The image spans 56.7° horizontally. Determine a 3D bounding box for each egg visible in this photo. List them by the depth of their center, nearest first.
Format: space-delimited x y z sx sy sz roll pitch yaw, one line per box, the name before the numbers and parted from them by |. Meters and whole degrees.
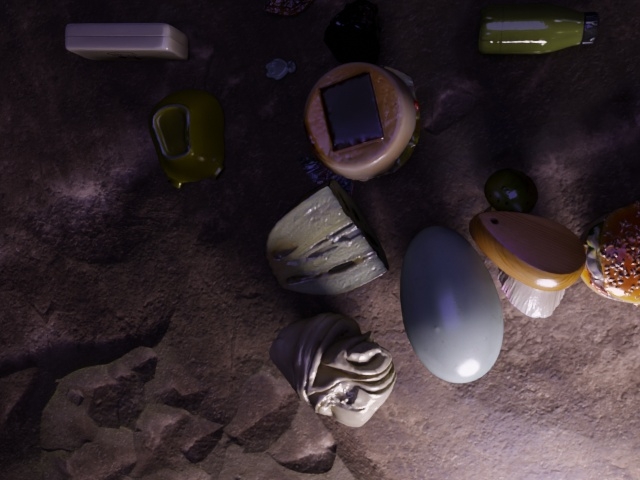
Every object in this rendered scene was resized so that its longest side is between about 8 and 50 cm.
egg | 0.302 0.147 1.391 0.229 0.230 0.371 -12 85 14

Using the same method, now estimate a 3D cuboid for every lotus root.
lotus root | -0.003 0.016 1.508 0.260 0.149 0.267 -32 105 18

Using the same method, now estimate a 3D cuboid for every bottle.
bottle | 0.499 -0.488 1.366 0.260 0.112 0.112 4 94 13

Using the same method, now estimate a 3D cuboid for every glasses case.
glasses case | -0.524 -0.536 1.607 0.312 0.131 0.070 5 94 13

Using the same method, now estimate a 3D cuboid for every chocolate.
chocolate | 0.099 -0.533 1.472 0.156 0.156 0.133 19 70 12

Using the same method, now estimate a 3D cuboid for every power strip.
power strip | -0.107 -0.453 1.559 0.083 0.035 0.055 -3 92 16

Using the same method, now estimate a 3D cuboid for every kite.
kite | 0.027 -0.141 1.555 0.189 0.009 0.232 -40 84 13

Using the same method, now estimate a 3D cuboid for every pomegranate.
pomegranate | 0.448 -0.107 1.403 0.130 0.130 0.130 1 93 14

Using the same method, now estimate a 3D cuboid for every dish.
dish | -0.375 -0.282 1.597 0.221 0.108 0.263 -9 91 15

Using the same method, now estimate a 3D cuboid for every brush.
brush | 0.455 0.040 1.360 0.266 0.166 0.174 29 54 14

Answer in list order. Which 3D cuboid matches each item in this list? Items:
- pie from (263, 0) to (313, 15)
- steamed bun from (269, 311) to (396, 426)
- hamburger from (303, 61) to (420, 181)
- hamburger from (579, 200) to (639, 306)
pie | -0.057 -0.644 1.537 0.088 0.033 0.191 43 101 -8
steamed bun | 0.050 0.286 1.437 0.289 0.276 0.203 43 106 15
hamburger | 0.099 -0.289 1.449 0.301 0.170 0.302 0 91 18
hamburger | 0.697 0.034 1.329 0.236 0.147 0.237 1 95 11
